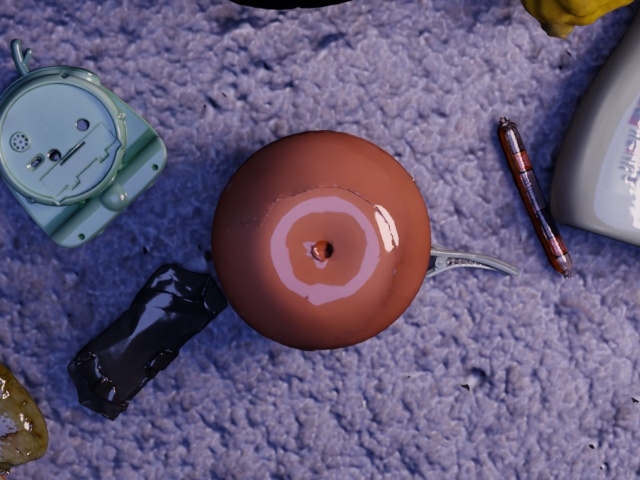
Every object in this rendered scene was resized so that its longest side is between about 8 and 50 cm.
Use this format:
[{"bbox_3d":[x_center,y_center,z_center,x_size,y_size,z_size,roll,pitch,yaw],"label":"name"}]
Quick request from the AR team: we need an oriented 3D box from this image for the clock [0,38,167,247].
[{"bbox_3d":[-0.278,-0.107,1.601,0.159,0.066,0.211,-45,100,-2],"label":"clock"}]

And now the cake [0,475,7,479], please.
[{"bbox_3d":[-0.308,0.335,1.628,0.225,0.109,0.090,38,90,-10],"label":"cake"}]

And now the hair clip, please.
[{"bbox_3d":[0.163,0.030,1.701,0.115,0.030,0.039,9,115,-7],"label":"hair clip"}]

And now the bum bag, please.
[{"bbox_3d":[-0.189,0.107,1.648,0.197,0.049,0.087,-46,105,-1],"label":"bum bag"}]

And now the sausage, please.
[{"bbox_3d":[0.239,-0.046,1.701,0.028,0.025,0.198,-24,99,4],"label":"sausage"}]

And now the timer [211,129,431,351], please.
[{"bbox_3d":[0.000,0.000,1.582,0.230,0.215,0.229,0,95,-2],"label":"timer"}]

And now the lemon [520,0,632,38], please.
[{"bbox_3d":[0.278,-0.390,1.547,0.286,0.285,0.316,5,140,-9],"label":"lemon"}]

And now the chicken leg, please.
[{"bbox_3d":[-0.381,0.155,1.608,0.103,0.088,0.227,-40,104,11],"label":"chicken leg"}]

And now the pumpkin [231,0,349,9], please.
[{"bbox_3d":[-0.029,-0.405,1.500,0.364,0.266,0.363,0,92,-7],"label":"pumpkin"}]

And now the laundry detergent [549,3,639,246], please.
[{"bbox_3d":[0.422,-0.177,1.667,0.264,0.125,0.397,16,92,-9],"label":"laundry detergent"}]
